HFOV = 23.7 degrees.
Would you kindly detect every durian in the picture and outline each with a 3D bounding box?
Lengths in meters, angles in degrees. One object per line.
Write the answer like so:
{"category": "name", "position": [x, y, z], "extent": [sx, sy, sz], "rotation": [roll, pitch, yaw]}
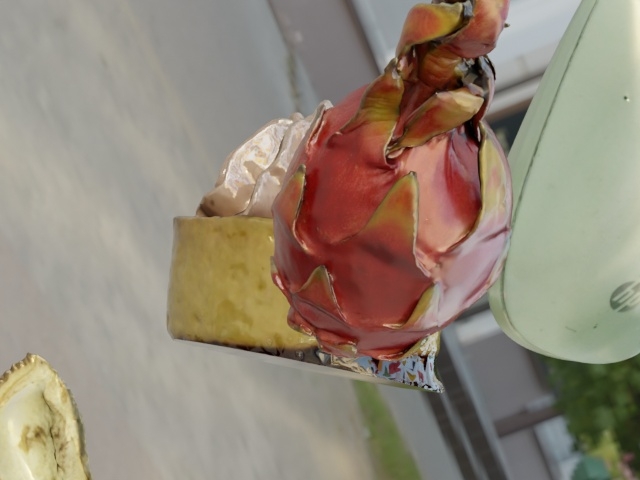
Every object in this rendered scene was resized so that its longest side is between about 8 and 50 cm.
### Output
{"category": "durian", "position": [-0.150, 0.122, 0.850], "extent": [0.052, 0.066, 0.130], "rotation": [-45, 124, -71]}

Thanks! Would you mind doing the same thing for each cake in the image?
{"category": "cake", "position": [0.000, 0.000, 1.025], "extent": [0.207, 0.185, 0.178], "rotation": [22, 77, -44]}

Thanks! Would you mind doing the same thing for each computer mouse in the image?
{"category": "computer mouse", "position": [0.205, -0.052, 0.951], "extent": [0.159, 0.288, 0.097], "rotation": [18, 17, -27]}

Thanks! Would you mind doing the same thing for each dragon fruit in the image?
{"category": "dragon fruit", "position": [0.038, -0.032, 0.550], "extent": [0.190, 0.094, 0.094], "rotation": [113, -29, -45]}
